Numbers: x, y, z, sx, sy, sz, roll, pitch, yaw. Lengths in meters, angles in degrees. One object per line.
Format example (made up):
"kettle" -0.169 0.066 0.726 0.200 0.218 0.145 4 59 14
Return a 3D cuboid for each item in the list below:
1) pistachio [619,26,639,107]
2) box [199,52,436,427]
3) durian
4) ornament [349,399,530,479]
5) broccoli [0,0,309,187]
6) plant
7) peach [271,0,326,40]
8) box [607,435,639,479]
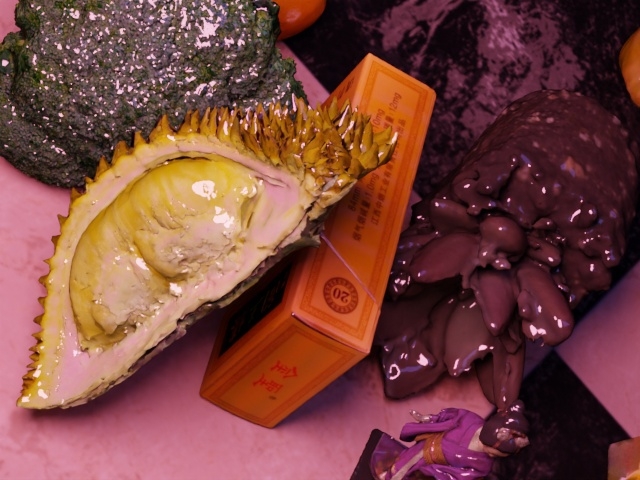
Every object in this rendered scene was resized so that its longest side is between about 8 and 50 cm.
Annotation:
"pistachio" 0.381 -0.192 1.678 0.110 0.100 0.189 34 58 20
"box" 0.000 0.000 1.307 0.076 0.174 0.274 27 54 -14
"durian" -0.084 0.004 1.178 0.158 0.352 0.169 28 36 -44
"ornament" 0.097 0.180 1.252 0.088 0.203 0.081 33 61 -11
"broccoli" -0.151 -0.153 1.307 0.269 0.269 0.254 -32 119 -37
"plant" 0.160 0.002 1.397 0.194 0.181 0.320 40 47 -3
"peach" -0.056 -0.257 1.454 0.138 0.138 0.138 13 58 -22
"box" 0.403 0.319 1.210 0.138 0.373 0.420 32 50 -33
